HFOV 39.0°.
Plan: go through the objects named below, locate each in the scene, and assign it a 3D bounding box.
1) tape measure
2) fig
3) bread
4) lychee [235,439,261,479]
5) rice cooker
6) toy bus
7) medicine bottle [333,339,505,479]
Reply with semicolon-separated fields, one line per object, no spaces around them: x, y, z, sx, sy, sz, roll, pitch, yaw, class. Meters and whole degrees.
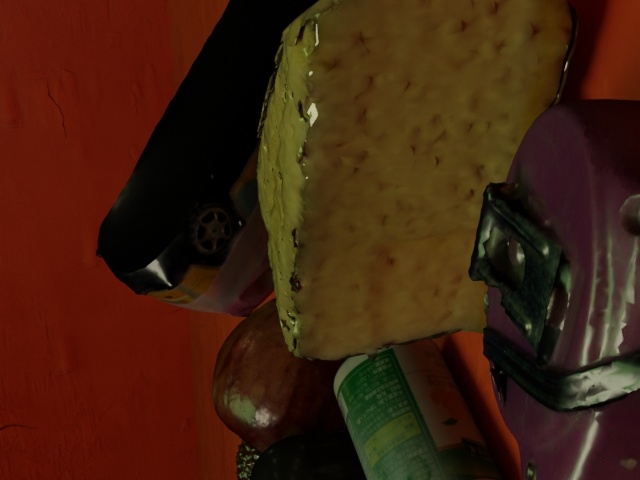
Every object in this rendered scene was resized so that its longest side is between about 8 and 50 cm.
0.177;0.036;0.538;0.245;0.149;0.232;-97;12;-70;tape measure
-0.041;0.203;1.309;0.224;0.223;0.263;102;172;-49;fig
0.083;-0.046;0.719;0.315;0.248;0.279;138;124;-81;bread
-0.045;0.363;1.457;0.188;0.188;0.188;172;90;-73;lychee
0.026;0.362;1.128;0.267;0.224;0.267;172;90;-75;rice cooker
-0.064;-0.096;0.950;0.171;0.162;0.386;21;79;48;toy bus
0.113;0.239;0.941;0.133;0.133;0.274;100;157;-45;medicine bottle
